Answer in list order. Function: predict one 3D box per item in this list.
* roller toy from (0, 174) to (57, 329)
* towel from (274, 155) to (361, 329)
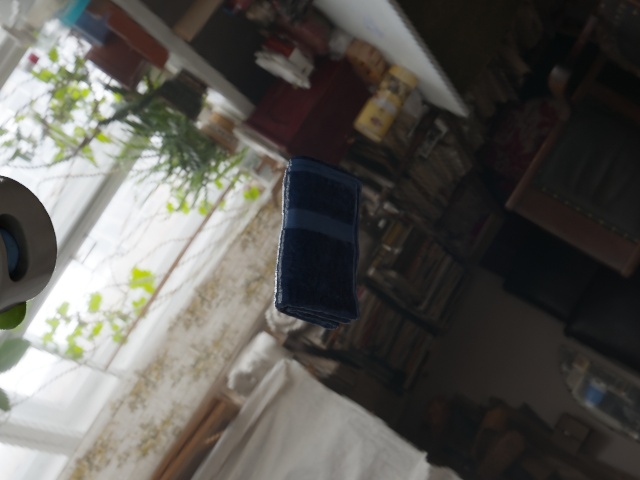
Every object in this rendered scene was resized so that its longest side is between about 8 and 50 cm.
[{"bbox_3d":[-0.472,0.010,1.116,0.209,0.191,0.146,40,-157,8],"label":"roller toy"},{"bbox_3d":[0.000,0.000,0.602,0.067,0.120,0.029,19,155,-34],"label":"towel"}]
